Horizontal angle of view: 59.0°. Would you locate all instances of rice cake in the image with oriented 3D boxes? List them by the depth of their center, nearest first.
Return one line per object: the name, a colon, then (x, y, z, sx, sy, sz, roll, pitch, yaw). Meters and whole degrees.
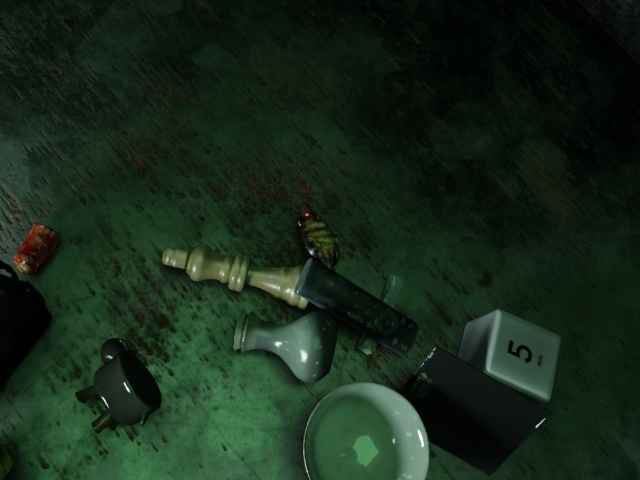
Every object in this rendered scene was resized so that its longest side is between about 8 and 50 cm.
rice cake: (0.169, 0.205, 1.581, 0.045, 0.042, 0.245, 36, 64, -15)

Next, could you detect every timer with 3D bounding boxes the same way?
timer: (0.504, 0.325, 1.542, 0.195, 0.192, 0.194, 24, 66, -5)

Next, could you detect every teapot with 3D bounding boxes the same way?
teapot: (-0.087, 0.255, 1.434, 0.251, 0.183, 0.183, 11, 67, 2)

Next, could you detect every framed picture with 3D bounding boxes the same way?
framed picture: (0.372, 0.445, 1.461, 0.339, 0.255, 0.014, 30, 23, -2)

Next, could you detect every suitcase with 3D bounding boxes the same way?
suitcase: (-0.732, 0.210, 1.172, 0.188, 0.345, 0.339, 32, 67, 2)

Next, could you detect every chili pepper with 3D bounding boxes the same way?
chili pepper: (-0.707, 0.022, 1.405, 0.071, 0.073, 0.123, 2, 59, 32)

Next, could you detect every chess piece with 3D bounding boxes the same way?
chess piece: (-0.216, 0.080, 1.491, 0.397, 0.117, 0.117, 15, 67, -8)

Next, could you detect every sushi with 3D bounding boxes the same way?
sushi: (0.002, 0.000, 1.589, 0.097, 0.103, 0.226, -21, 78, 7)

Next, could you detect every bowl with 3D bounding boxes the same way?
bowl: (0.094, 0.513, 1.389, 0.314, 0.146, 0.313, 6, 67, -14)

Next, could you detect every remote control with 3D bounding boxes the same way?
remote control: (0.104, 0.182, 1.497, 0.378, 0.044, 0.107, 33, 69, -21)

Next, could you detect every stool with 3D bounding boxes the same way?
stool: (-0.468, 0.342, 1.320, 0.139, 0.228, 0.153, -34, 124, -3)

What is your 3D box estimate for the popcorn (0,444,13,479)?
popcorn: (-0.758, 0.528, 1.088, 0.312, 0.312, 0.312, 5, 69, -13)
